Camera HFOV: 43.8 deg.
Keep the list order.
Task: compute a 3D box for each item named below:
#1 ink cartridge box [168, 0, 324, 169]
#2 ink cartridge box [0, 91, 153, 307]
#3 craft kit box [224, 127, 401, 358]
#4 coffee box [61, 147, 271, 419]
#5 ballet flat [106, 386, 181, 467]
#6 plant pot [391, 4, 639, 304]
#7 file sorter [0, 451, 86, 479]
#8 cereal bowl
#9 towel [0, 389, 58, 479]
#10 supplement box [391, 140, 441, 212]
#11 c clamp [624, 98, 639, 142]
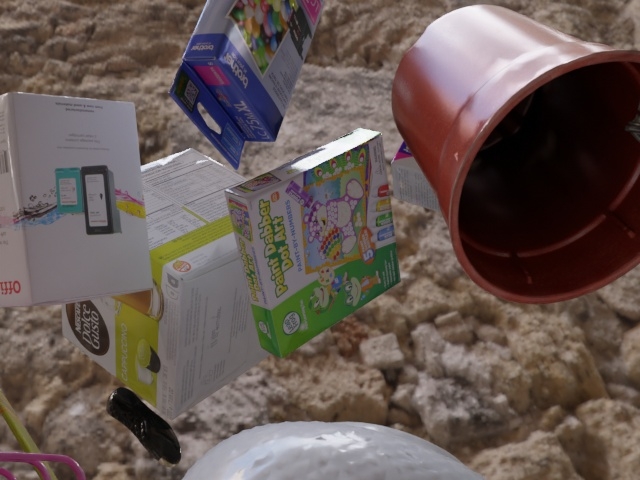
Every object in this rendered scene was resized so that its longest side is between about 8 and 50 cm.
[{"bbox_3d":[-0.090,-0.273,1.098,0.065,0.311,0.186,7,-25,28],"label":"ink cartridge box"},{"bbox_3d":[-0.382,-0.048,1.114,0.198,0.270,0.197,-6,0,40],"label":"ink cartridge box"},{"bbox_3d":[0.000,0.000,1.120,0.246,0.061,0.250,-28,-58,-30],"label":"craft kit box"},{"bbox_3d":[-0.273,0.069,1.555,0.338,0.334,0.338,-30,-40,-45],"label":"coffee box"},{"bbox_3d":[-0.285,0.307,1.294,0.057,0.173,0.049,-7,-49,-54],"label":"ballet flat"},{"bbox_3d":[0.214,-0.119,0.859,0.272,0.265,0.273,-9,-55,-13],"label":"plant pot"},{"bbox_3d":[-0.388,0.308,0.776,0.290,0.182,0.202,-20,-26,37],"label":"file sorter"},{"bbox_3d":[0.039,0.251,0.658,0.338,0.141,0.339,13,-38,11],"label":"cereal bowl"},{"bbox_3d":[-0.466,0.306,1.234,0.021,0.237,0.102,-35,-23,-18],"label":"towel"},{"bbox_3d":[0.252,-0.118,1.461,0.219,0.111,0.114,18,-29,21],"label":"supplement box"},{"bbox_3d":[0.301,-0.145,0.678,0.137,0.022,0.161,5,-84,-5],"label":"c clamp"}]
